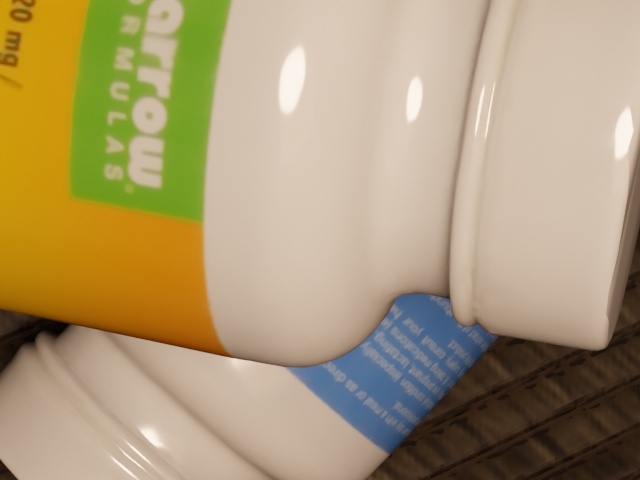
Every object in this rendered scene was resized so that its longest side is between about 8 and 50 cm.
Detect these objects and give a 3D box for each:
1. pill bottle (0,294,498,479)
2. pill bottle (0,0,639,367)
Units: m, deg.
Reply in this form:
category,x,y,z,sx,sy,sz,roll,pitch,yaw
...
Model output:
category,x,y,z,sx,sy,sz,roll,pitch,yaw
pill bottle,0.000,0.000,0.538,0.124,0.124,0.221,42,89,-25
pill bottle,-0.043,-0.045,0.419,0.246,0.136,0.136,11,105,12
